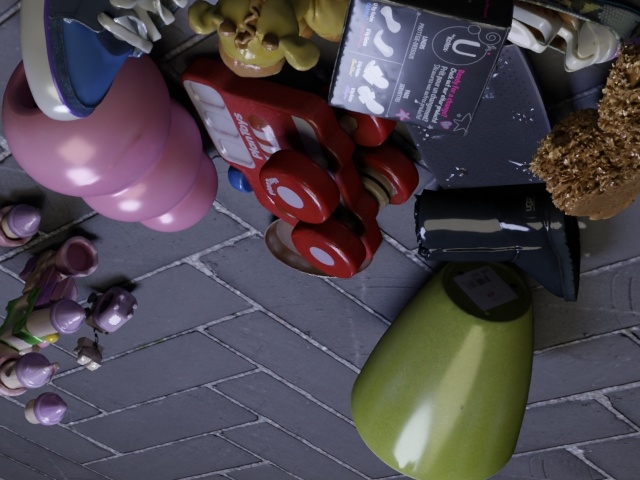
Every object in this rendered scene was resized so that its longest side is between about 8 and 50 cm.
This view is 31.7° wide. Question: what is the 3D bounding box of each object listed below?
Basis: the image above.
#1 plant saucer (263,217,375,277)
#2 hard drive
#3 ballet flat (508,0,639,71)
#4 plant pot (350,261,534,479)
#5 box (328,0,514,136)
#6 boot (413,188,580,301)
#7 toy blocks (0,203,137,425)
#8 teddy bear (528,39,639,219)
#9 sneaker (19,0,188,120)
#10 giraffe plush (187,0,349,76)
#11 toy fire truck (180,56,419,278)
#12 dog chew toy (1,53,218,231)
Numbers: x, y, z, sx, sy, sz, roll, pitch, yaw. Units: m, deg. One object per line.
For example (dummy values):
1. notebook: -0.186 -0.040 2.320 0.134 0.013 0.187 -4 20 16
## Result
1. plant saucer: 0.000 0.000 1.685 0.168 0.029 0.168 8 148 5
2. hard drive: 0.189 -0.157 1.356 0.172 0.054 0.254 -3 145 23
3. ballet flat: 0.250 -0.227 1.204 0.221 0.079 0.077 17 146 -9
4. plant pot: 0.208 0.173 1.704 0.275 0.274 0.293 13 132 -1
5. box: 0.106 -0.249 1.059 0.142 0.247 0.163 14 148 0
6. boot: 0.244 0.003 1.543 0.207 0.094 0.246 1 153 21
7. toy blocks: -0.418 0.123 1.770 0.309 0.288 0.260 38 145 -29
8. teddy bear: 0.392 -0.149 1.249 0.245 0.113 0.338 -2 152 -29
9. sneaker: -0.136 -0.263 1.062 0.236 0.322 0.130 8 172 19
10. giraffe plush: -0.053 -0.245 1.190 0.181 0.170 0.210 1 146 17
11. toy fire truck: -0.032 -0.099 1.450 0.254 0.169 0.302 22 155 31
12. dog chew toy: -0.247 -0.120 1.438 0.207 0.206 0.332 -7 152 27
